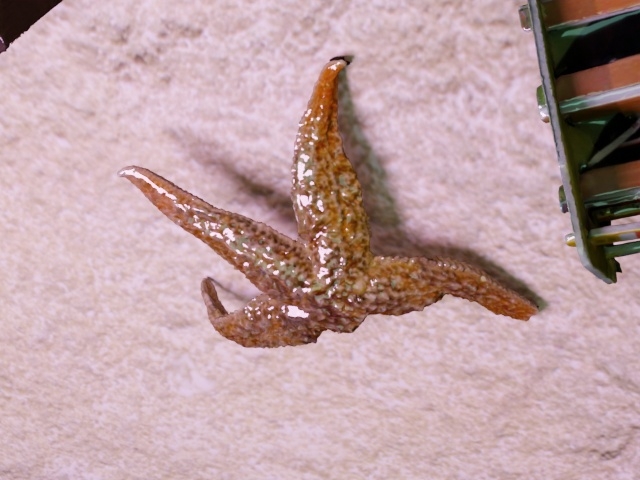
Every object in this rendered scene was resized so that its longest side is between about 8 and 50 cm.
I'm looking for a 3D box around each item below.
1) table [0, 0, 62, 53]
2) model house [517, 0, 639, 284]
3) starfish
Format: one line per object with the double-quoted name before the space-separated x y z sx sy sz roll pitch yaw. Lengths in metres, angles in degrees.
"table" -0.388 -0.288 1.188 0.172 0.193 0.169 -14 118 27
"model house" 0.333 -0.153 0.910 0.323 0.340 0.301 -13 78 18
"starfish" -0.004 0.007 1.316 0.398 0.132 0.384 -19 111 25
